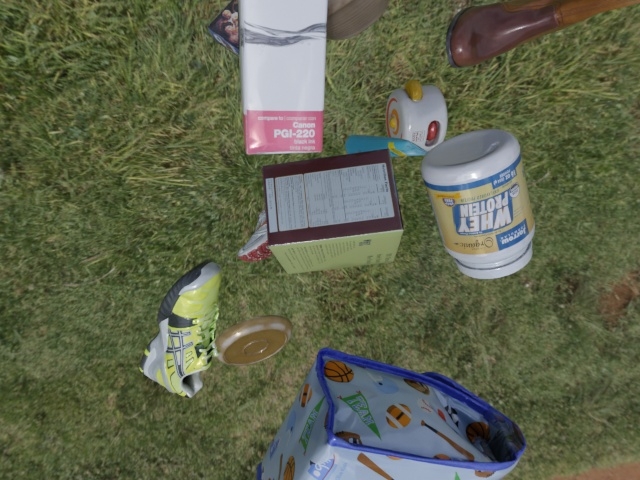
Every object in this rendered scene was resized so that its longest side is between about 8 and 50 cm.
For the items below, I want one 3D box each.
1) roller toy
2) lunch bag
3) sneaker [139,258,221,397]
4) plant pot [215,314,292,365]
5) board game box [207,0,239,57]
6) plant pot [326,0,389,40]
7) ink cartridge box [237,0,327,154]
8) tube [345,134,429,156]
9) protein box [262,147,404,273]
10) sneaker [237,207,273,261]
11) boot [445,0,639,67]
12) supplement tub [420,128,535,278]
[{"bbox_3d":[0.276,-0.357,1.345,0.146,0.209,0.191,-9,88,-8],"label":"roller toy"},{"bbox_3d":[0.116,0.399,0.795,0.385,0.239,0.328,17,116,-14],"label":"lunch bag"},{"bbox_3d":[-0.281,0.201,1.020,0.147,0.145,0.385,34,124,9],"label":"sneaker"},{"bbox_3d":[-0.186,0.292,1.280,0.236,0.032,0.236,-16,144,-12],"label":"plant pot"},{"bbox_3d":[-0.065,-0.423,0.814,0.165,0.042,0.243,39,87,22],"label":"board game box"},{"bbox_3d":[0.032,-0.386,0.678,0.237,0.237,0.109,-48,135,1],"label":"plant pot"},{"bbox_3d":[-0.049,-0.224,0.523,0.092,0.159,0.218,-4,114,-10],"label":"ink cartridge box"},{"bbox_3d":[0.147,-0.214,1.033,0.080,0.207,0.052,7,95,-43],"label":"tube"},{"bbox_3d":[0.023,-0.039,0.766,0.201,0.200,0.136,-7,74,3],"label":"protein box"},{"bbox_3d":[-0.134,-0.031,1.208,0.225,0.088,0.093,-43,67,0],"label":"sneaker"},{"bbox_3d":[0.378,-0.353,0.730,0.264,0.280,0.096,-26,117,-31],"label":"boot"},{"bbox_3d":[0.250,-0.055,0.709,0.144,0.144,0.200,-27,116,-4],"label":"supplement tub"}]
